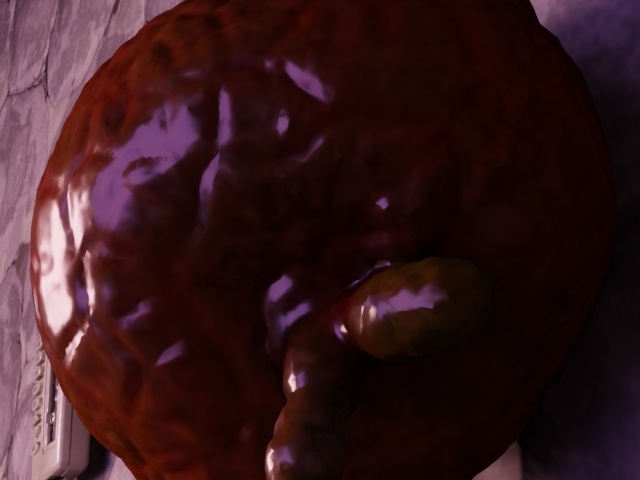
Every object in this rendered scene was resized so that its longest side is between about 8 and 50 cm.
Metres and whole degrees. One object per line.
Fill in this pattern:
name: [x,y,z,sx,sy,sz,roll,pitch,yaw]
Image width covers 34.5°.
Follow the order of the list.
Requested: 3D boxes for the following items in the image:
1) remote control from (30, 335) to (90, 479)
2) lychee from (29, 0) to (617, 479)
remote control: [-0.242,0.118,0.992,0.090,0.049,0.230,-35,50,48]
lychee: [0.000,0.000,0.439,0.300,0.255,0.255,-68,0,-75]
